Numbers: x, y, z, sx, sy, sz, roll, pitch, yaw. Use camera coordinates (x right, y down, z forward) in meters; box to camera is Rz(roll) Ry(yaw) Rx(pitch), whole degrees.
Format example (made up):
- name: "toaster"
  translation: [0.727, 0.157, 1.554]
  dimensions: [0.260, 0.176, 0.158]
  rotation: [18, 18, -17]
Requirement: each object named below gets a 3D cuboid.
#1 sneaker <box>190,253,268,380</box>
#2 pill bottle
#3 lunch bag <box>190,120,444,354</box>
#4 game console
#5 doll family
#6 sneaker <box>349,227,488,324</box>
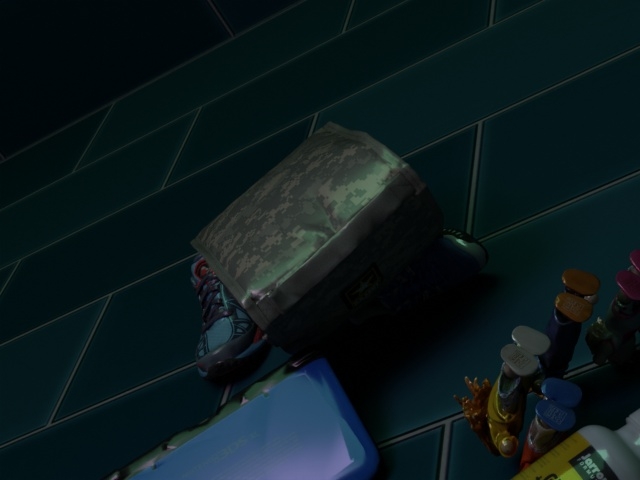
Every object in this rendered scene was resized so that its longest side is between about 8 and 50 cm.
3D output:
- name: "sneaker"
  translation: [-0.135, 0.078, 1.830]
  dimensions: [0.104, 0.125, 0.262]
  rotation: [-28, 24, 17]
- name: "pill bottle"
  translation: [0.211, 0.214, 1.130]
  dimensions: [0.184, 0.103, 0.103]
  rotation: [-36, 23, -2]
- name: "lunch bag"
  translation: [0.000, 0.000, 1.572]
  dimensions: [0.235, 0.169, 0.287]
  rotation: [-41, 13, -2]
- name: "game console"
  translation: [-0.078, 0.255, 1.538]
  dimensions: [0.293, 0.173, 0.250]
  rotation: [-33, 54, 4]
- name: "doll family"
  translation: [0.207, 0.113, 1.278]
  dimensions: [0.118, 0.163, 0.263]
  rotation: [29, 56, 18]
- name: "sneaker"
  translation: [0.110, 0.048, 1.639]
  dimensions: [0.211, 0.080, 0.081]
  rotation: [-25, 29, 46]
